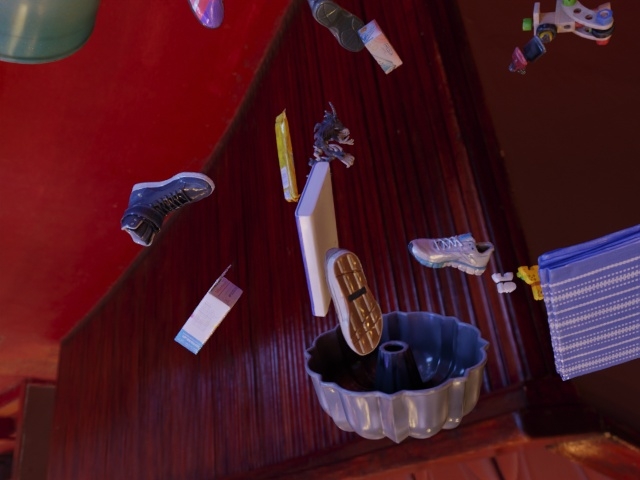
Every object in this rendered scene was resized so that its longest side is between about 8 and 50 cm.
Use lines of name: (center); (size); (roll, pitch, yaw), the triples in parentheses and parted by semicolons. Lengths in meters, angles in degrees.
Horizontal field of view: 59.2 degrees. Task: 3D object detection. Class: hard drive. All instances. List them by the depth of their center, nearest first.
hard drive: (0.000, 0.000, 1.373); (0.040, 0.210, 0.318); (3, 132, 13)

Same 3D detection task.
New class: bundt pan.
bundt pan: (0.141, 0.247, 1.023); (0.331, 0.124, 0.331); (-8, -166, 2)

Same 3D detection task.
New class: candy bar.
candy bar: (-0.059, -0.143, 0.973); (0.018, 0.161, 0.040); (-6, 175, -30)

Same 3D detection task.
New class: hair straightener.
hair straightener: (0.448, -0.389, 1.185); (0.089, 0.047, 0.230); (-31, 176, 16)

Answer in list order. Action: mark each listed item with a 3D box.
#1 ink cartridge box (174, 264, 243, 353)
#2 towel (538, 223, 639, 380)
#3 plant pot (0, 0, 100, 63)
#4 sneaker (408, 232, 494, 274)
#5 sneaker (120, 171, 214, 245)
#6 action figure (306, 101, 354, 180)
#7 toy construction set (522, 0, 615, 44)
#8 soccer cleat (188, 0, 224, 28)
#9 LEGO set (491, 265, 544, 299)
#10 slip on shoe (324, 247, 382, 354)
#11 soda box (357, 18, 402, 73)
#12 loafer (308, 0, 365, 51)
ink cartridge box: (-0.236, 0.151, 1.248); (0.061, 0.104, 0.181); (36, 108, -3)
towel: (0.512, 0.108, 0.979); (0.243, 0.040, 0.336); (-20, 129, 9)
plant pot: (-0.394, -0.419, 0.732); (0.272, 0.271, 0.255); (13, 151, -34)
sneaker: (0.272, 0.013, 1.160); (0.191, 0.071, 0.083); (8, 130, -21)
sneaker: (-0.358, -0.069, 1.305); (0.226, 0.163, 0.086); (-10, 137, 21)
action figure: (0.039, -0.291, 1.749); (0.141, 0.164, 0.275); (14, 138, -3)
toy construction set: (0.725, -0.679, 1.657); (0.237, 0.257, 0.309); (-3, -178, 26)
soccer cleat: (-0.318, -0.768, 1.586); (0.109, 0.318, 0.116); (-14, -166, -36)
LEGO set: (0.606, 0.122, 1.561); (0.227, 0.093, 0.087); (-3, 160, -11)
slip on shoe: (0.035, 0.071, 0.668); (0.051, 0.135, 0.041); (-28, -159, -18)
soda box: (0.179, -0.574, 1.676); (0.063, 0.058, 0.183); (-31, 155, 18)
loafer: (0.056, -0.676, 1.725); (0.096, 0.084, 0.267); (-42, 150, 19)
